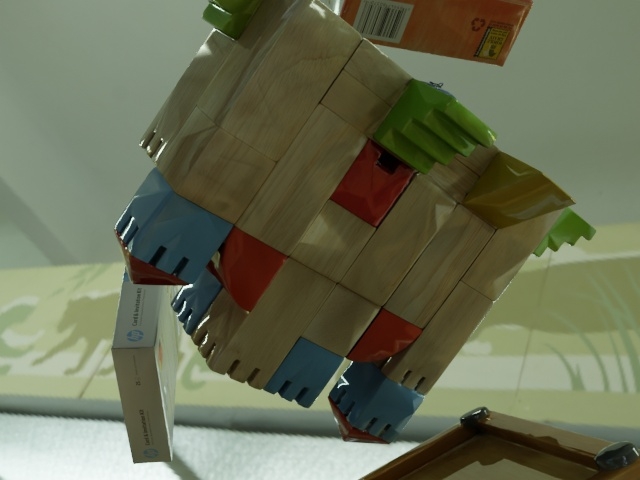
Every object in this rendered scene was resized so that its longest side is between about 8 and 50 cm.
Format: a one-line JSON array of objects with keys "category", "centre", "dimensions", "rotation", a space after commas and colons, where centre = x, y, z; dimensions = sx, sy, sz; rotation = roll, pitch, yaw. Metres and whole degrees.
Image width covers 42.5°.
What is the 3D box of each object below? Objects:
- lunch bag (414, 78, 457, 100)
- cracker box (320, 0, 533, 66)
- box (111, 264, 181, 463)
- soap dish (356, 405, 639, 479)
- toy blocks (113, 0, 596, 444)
[{"category": "lunch bag", "centre": [0.140, -0.171, 1.118], "dimensions": [0.065, 0.067, 0.098], "rotation": [39, -66, 42]}, {"category": "cracker box", "centre": [0.067, -0.250, 0.726], "dimensions": [0.155, 0.232, 0.067], "rotation": [5, -48, -19]}, {"category": "box", "centre": [-0.154, 0.084, 0.753], "dimensions": [0.038, 0.186, 0.145], "rotation": [-3, -52, -5]}, {"category": "soap dish", "centre": [0.095, 0.207, 0.521], "dimensions": [0.118, 0.229, 0.291], "rotation": [64, -12, 1]}, {"category": "toy blocks", "centre": [0.000, 0.000, 0.613], "dimensions": [0.381, 0.261, 0.191], "rotation": [31, 8, -36]}]
